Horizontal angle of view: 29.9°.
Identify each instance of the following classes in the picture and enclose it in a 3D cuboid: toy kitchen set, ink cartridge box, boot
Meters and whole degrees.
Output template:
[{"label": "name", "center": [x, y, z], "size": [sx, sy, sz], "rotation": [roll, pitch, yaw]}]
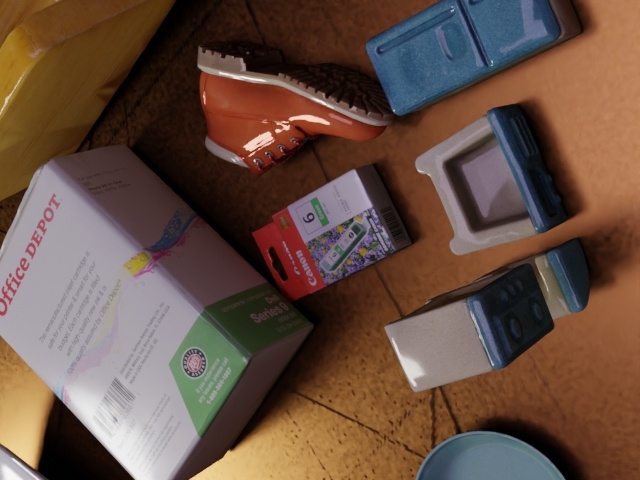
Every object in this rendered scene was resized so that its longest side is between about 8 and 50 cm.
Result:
[{"label": "toy kitchen set", "center": [0.093, -0.043, 0.687], "size": [0.122, 0.166, 0.207], "rotation": [-24, 88, 32]}, {"label": "ink cartridge box", "center": [0.000, 0.000, 0.830], "size": [0.115, 0.029, 0.062], "rotation": [-28, 87, 31]}, {"label": "boot", "center": [-0.018, -0.080, 0.812], "size": [0.158, 0.059, 0.084], "rotation": [20, 113, 34]}, {"label": "ink cartridge box", "center": [-0.134, 0.055, 0.880], "size": [0.212, 0.093, 0.154], "rotation": [41, 120, 15]}]

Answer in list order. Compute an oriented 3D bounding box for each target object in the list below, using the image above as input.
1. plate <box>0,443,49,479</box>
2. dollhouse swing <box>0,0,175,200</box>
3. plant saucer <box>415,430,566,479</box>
[{"label": "plate", "center": [-0.220, 0.333, 1.010], "size": [0.277, 0.045, 0.278], "rotation": [30, 112, 18]}, {"label": "dollhouse swing", "center": [-0.354, -0.192, 0.820], "size": [0.346, 0.305, 0.315], "rotation": [54, 132, 10]}, {"label": "plant saucer", "center": [0.120, 0.182, 0.805], "size": [0.119, 0.021, 0.119], "rotation": [6, 103, 29]}]
